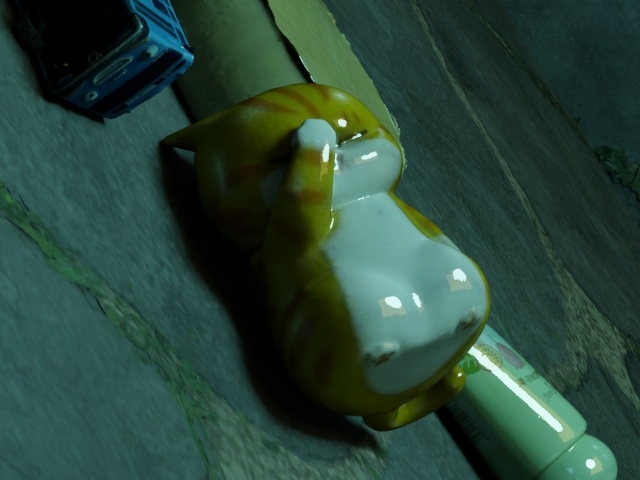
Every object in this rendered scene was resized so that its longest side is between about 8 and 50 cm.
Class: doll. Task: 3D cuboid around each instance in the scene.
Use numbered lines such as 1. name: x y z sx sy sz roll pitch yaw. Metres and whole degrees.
1. doll: 0.012 0.002 1.461 0.166 0.162 0.270 -15 75 -34

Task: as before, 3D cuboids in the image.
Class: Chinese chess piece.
1. Chinese chess piece: -0.027 -0.127 1.683 0.250 0.103 0.250 50 17 -22

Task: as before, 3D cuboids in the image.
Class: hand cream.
1. hand cream: 0.134 0.116 1.738 0.306 0.093 0.147 49 17 6

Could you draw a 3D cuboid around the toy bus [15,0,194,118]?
1. toy bus: -0.165 -0.180 1.417 0.106 0.090 0.185 34 28 -57
